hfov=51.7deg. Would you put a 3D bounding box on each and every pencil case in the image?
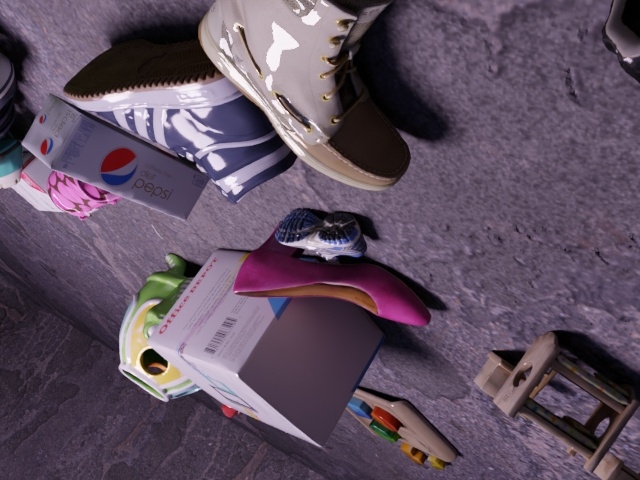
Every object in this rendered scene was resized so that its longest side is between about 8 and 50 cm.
[{"bbox_3d":[-0.373,-0.090,1.065,0.209,0.095,0.098,-7,99,59],"label":"pencil case"}]

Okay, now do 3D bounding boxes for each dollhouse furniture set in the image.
[{"bbox_3d":[0.297,0.190,0.772,0.182,0.101,0.161,34,-179,-2],"label":"dollhouse furniture set"}]

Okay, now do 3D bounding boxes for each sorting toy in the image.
[{"bbox_3d":[0.164,0.400,1.360,0.229,0.041,0.307,0,139,52],"label":"sorting toy"}]

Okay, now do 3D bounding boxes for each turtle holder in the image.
[{"bbox_3d":[-0.262,0.186,1.272,0.243,0.227,0.320,45,155,-22],"label":"turtle holder"}]

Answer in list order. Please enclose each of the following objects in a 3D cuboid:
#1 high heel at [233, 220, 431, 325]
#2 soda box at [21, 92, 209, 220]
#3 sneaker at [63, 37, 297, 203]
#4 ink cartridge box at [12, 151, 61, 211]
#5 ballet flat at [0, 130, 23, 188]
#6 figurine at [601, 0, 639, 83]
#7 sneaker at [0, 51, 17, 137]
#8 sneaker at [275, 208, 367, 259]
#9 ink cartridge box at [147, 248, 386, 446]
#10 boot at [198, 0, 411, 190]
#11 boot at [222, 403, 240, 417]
[{"bbox_3d":[0.013,0.073,0.837,0.244,0.117,0.082,30,156,10],"label":"high heel"},{"bbox_3d":[-0.236,-0.094,0.796,0.074,0.069,0.216,33,-177,33],"label":"soda box"},{"bbox_3d":[-0.145,-0.124,0.693,0.282,0.099,0.153,10,145,39],"label":"sneaker"},{"bbox_3d":[-0.530,-0.112,1.257,0.150,0.063,0.109,5,144,49],"label":"ink cartridge box"},{"bbox_3d":[-0.549,-0.139,1.139,0.247,0.083,0.087,38,148,55],"label":"ballet flat"},{"bbox_3d":[0.276,-0.063,0.299,0.209,0.092,0.215,40,156,-32],"label":"figurine"},{"bbox_3d":[-0.513,-0.203,0.990,0.321,0.126,0.127,13,151,44],"label":"sneaker"},{"bbox_3d":[0.000,0.000,0.802,0.135,0.052,0.058,9,150,45],"label":"sneaker"},{"bbox_3d":[-0.087,0.152,1.019,0.270,0.198,0.197,4,143,50],"label":"ink cartridge box"},{"bbox_3d":[0.015,-0.134,0.498,0.213,0.077,0.165,42,154,-11],"label":"boot"},{"bbox_3d":[-0.116,0.290,1.347,0.088,0.176,0.244,44,153,-18],"label":"boot"}]
